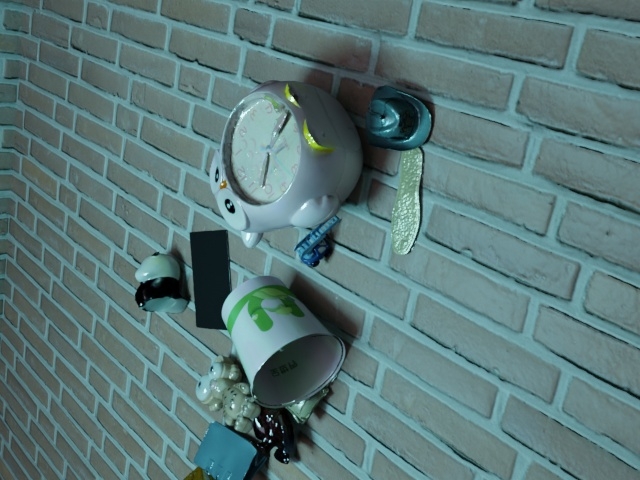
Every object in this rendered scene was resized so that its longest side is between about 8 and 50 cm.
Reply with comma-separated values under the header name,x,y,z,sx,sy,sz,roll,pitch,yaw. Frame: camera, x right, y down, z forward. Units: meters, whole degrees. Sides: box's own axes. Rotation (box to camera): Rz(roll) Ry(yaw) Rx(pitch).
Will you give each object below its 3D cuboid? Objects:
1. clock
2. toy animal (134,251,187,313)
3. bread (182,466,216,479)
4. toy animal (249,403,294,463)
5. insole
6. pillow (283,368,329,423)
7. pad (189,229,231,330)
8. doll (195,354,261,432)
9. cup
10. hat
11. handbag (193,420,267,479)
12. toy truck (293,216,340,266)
name,x,y,z,sx,sy,sz,roll,pitch,yaw
clock,-0.087,-0.182,1.735,0.376,0.250,0.368,-38,68,35
toy animal,-0.504,0.133,2.290,0.138,0.166,0.179,-15,70,18
bread,-0.327,0.802,2.189,0.184,0.110,0.234,-46,62,40
toy animal,-0.115,0.498,1.965,0.218,0.116,0.179,-12,54,64
insole,0.193,-0.088,1.618,0.081,0.011,0.248,15,104,46
pillow,-0.071,0.379,1.904,0.208,0.053,0.119,38,93,38
pad,-0.330,0.120,2.199,0.202,0.005,0.300,-3,92,47
doll,-0.251,0.428,2.042,0.278,0.119,0.154,18,83,55
cup,-0.108,0.242,1.824,0.274,0.253,0.253,51,128,42
hat,0.149,-0.268,1.597,0.191,0.078,0.138,23,107,43
handbag,-0.266,0.623,2.094,0.221,0.057,0.144,19,71,43
toy truck,0.000,0.000,1.802,0.136,0.074,0.063,-43,56,-7
